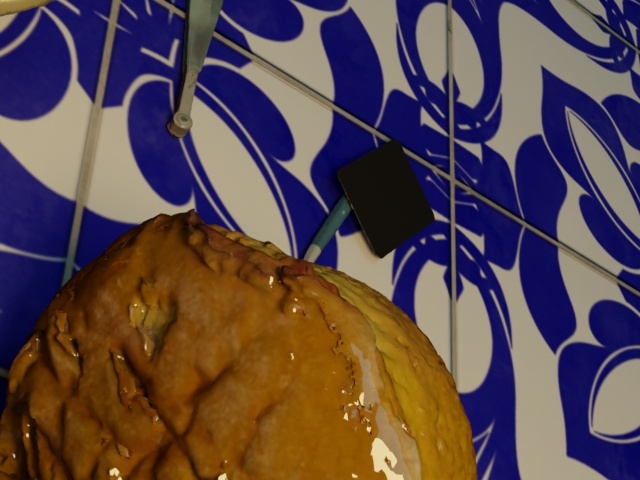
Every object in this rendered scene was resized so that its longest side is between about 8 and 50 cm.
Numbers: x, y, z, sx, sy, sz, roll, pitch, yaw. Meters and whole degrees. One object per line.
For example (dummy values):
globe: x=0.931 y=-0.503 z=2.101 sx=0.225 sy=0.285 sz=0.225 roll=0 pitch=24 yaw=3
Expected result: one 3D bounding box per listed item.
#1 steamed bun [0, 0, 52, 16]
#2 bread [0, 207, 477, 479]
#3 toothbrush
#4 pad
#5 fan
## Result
steamed bun: x=-0.356 y=-0.337 z=1.179 sx=0.372 sy=0.230 sz=0.325 roll=33 pitch=37 yaw=-29
bread: x=-0.069 y=0.174 z=1.061 sx=0.215 sy=0.398 sz=0.398 roll=14 pitch=55 yaw=-54
toothbrush: x=0.000 y=0.000 z=1.500 sx=0.019 sy=0.025 sz=0.276 roll=53 pitch=37 yaw=-15
pad: x=0.078 y=-0.050 z=1.606 sx=0.157 sy=0.003 sz=0.112 roll=-32 pitch=97 yaw=-55
fan: x=-0.137 y=-0.220 z=1.500 sx=0.057 sy=0.023 sz=0.282 roll=34 pitch=43 yaw=-28
